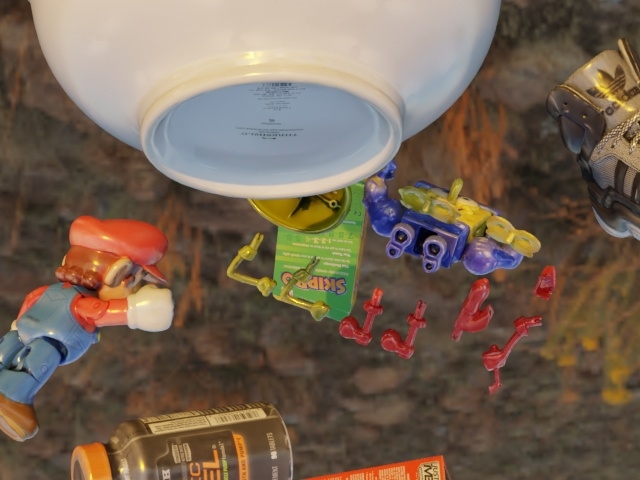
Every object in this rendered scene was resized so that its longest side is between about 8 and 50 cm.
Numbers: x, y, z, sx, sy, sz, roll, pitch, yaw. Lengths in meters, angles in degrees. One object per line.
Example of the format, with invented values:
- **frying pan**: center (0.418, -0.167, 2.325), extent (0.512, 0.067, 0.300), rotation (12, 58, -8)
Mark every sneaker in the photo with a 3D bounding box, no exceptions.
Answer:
- **sneaker**: center (0.262, -0.080, 1.007), extent (0.101, 0.153, 0.268), rotation (-36, -171, -10)

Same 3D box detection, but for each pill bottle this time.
- **pill bottle**: center (-0.167, 0.270, 1.512), extent (0.245, 0.130, 0.130), rotation (-5, 160, -25)

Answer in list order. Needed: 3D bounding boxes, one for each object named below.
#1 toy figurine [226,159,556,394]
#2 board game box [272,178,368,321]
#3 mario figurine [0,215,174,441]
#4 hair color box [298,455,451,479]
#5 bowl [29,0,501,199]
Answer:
- **toy figurine**: center (0.101, 0.003, 1.466), extent (0.362, 0.191, 0.217), rotation (20, -160, 15)
- **board game box**: center (0.000, 0.000, 1.801), extent (0.124, 0.039, 0.259), rotation (19, 129, 14)
- **mario figurine**: center (-0.292, 0.113, 1.585), extent (0.198, 0.320, 0.170), rotation (32, 157, 15)
- **hair color box**: center (0.030, 0.204, 0.931), extent (0.141, 0.043, 0.072), rotation (-11, 136, 10)
- **bowl**: center (-0.028, -0.111, 0.711), extent (0.297, 0.134, 0.298), rotation (-3, 157, -1)
